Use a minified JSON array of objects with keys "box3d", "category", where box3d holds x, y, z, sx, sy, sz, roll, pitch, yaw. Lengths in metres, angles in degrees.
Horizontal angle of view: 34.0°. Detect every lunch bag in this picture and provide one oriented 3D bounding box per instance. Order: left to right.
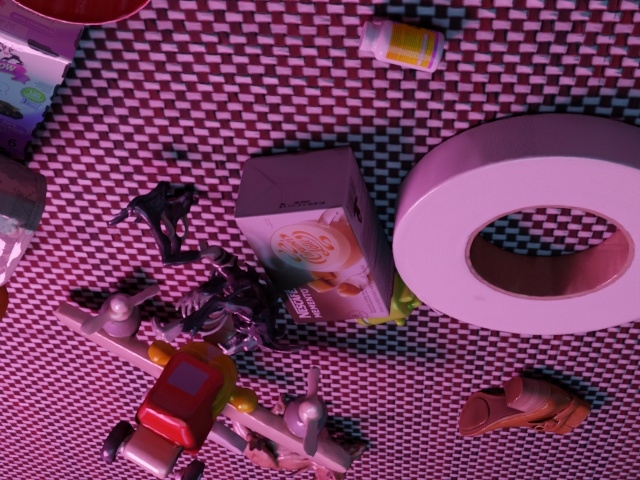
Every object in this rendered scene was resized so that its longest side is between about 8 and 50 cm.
[{"box3d":[-0.457,-0.052,1.207,0.235,0.169,0.287,23,172,-22],"category":"lunch bag"}]

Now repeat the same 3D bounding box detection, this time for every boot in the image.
[{"box3d":[0.335,0.293,1.732,0.152,0.073,0.197,20,146,-24],"category":"boot"}]

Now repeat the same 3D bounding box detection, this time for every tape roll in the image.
[{"box3d":[0.284,-0.006,1.315,0.392,0.072,0.392,5,146,3],"category":"tape roll"}]

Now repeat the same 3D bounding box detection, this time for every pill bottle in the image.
[{"box3d":[0.084,-0.205,1.090,0.083,0.043,0.043,12,145,-7],"category":"pill bottle"}]

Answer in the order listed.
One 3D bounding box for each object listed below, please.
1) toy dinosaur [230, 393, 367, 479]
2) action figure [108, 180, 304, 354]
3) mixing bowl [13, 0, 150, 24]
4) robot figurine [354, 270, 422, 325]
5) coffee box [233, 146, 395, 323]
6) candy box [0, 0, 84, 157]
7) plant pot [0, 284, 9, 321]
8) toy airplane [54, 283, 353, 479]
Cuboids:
[{"box3d":[-0.056,0.376,1.876,0.295,0.127,0.200,17,151,-5],"category":"toy dinosaur"},{"box3d":[-0.146,0.063,1.334,0.141,0.164,0.276,-40,86,7],"category":"action figure"},{"box3d":[-0.225,-0.298,0.963,0.181,0.098,0.181,5,144,4],"category":"mixing bowl"},{"box3d":[0.087,0.082,1.475,0.115,0.067,0.101,-17,151,30],"category":"robot figurine"},{"box3d":[0.000,0.000,1.345,0.141,0.098,0.246,-4,144,16],"category":"coffee box"},{"box3d":[-0.372,-0.197,1.154,0.165,0.070,0.196,22,143,-20],"category":"candy box"},{"box3d":[-0.569,0.052,1.449,0.205,0.205,0.188,-6,128,18],"category":"plant pot"},{"box3d":[-0.173,0.214,1.582,0.386,0.272,0.384,28,178,-40],"category":"toy airplane"}]
